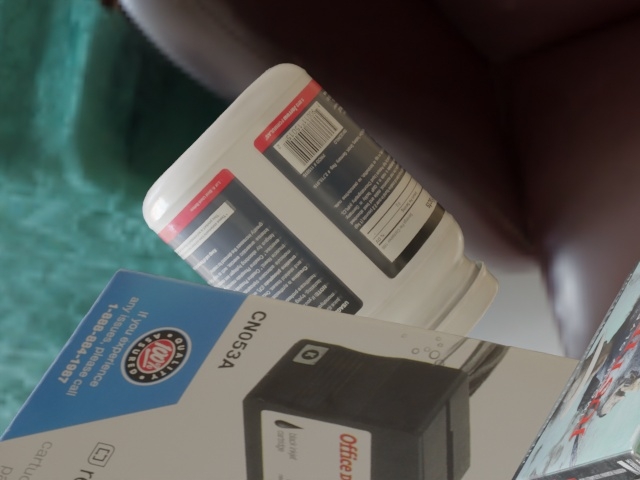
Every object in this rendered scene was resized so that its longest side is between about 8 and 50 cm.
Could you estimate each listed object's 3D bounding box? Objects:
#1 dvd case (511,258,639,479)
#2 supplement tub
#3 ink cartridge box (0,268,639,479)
[{"bbox_3d":[0.093,0.032,0.513,0.013,0.087,0.119,32,166,0],"label":"dvd case"},{"bbox_3d":[0.000,0.000,1.564,0.272,0.191,0.191,45,139,-4],"label":"supplement tub"},{"bbox_3d":[0.012,0.151,0.741,0.307,0.223,0.129,10,135,23],"label":"ink cartridge box"}]
